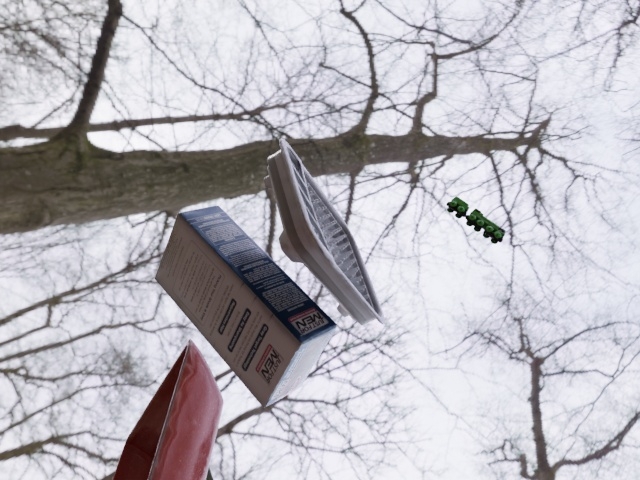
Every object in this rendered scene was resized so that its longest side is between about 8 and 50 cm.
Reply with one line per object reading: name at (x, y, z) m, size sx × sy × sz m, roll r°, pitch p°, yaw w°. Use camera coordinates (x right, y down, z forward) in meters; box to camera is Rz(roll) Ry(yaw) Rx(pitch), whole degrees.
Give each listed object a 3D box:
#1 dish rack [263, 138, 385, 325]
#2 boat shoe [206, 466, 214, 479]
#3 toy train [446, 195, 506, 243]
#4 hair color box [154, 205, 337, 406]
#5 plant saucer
dish rack at (0.000, 0.000, 1.128) m, size 0.072 × 0.333 × 0.285 m, roll -29°, pitch -135°, yaw 11°
boat shoe at (-0.288, 0.642, 1.520) m, size 0.081 × 0.079 × 0.227 m, roll 106°, pitch -35°, yaw -55°
toy train at (0.192, -0.026, 0.747) m, size 0.083 × 0.024 × 0.017 m, roll 38°, pitch -35°, yaw 22°
hair color box at (-0.147, 0.111, 1.115) m, size 0.347 × 0.105 × 0.174 m, roll 44°, pitch -54°, yaw 24°
plant saucer at (-0.149, 0.247, 0.484) m, size 0.048 × 0.259 × 0.258 m, roll 21°, pitch -42°, yaw -16°
